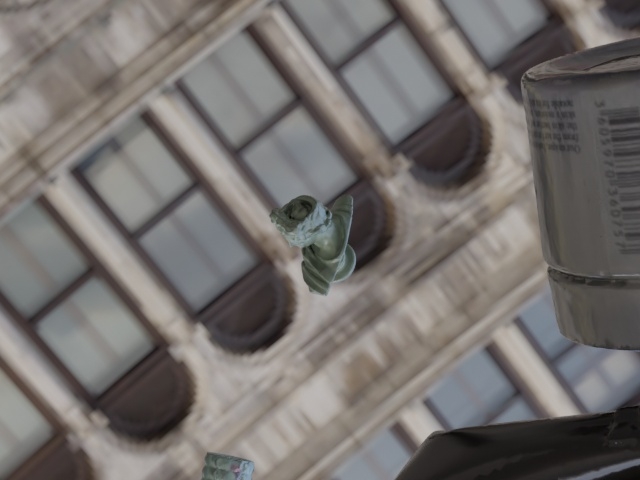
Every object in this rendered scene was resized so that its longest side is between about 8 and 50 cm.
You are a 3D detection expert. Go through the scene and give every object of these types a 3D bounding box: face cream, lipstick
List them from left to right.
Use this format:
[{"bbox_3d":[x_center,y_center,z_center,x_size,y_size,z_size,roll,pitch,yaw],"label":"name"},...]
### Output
[{"bbox_3d":[-0.074,0.209,1.230,0.037,0.037,0.116,4,-97,61],"label":"lipstick"},{"bbox_3d":[0.205,-0.035,0.959,0.177,0.153,0.177,-10,-171,2],"label":"face cream"}]

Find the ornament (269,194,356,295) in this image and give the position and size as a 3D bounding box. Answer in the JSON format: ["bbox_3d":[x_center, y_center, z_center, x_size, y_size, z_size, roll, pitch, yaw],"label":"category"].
[{"bbox_3d":[0.001,0.000,1.137,0.041,0.092,0.068,7,-134,20],"label":"ornament"}]

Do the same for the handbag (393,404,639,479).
[{"bbox_3d":[0.192,0.206,0.949,0.257,0.285,0.113,-25,-156,43],"label":"handbag"}]
